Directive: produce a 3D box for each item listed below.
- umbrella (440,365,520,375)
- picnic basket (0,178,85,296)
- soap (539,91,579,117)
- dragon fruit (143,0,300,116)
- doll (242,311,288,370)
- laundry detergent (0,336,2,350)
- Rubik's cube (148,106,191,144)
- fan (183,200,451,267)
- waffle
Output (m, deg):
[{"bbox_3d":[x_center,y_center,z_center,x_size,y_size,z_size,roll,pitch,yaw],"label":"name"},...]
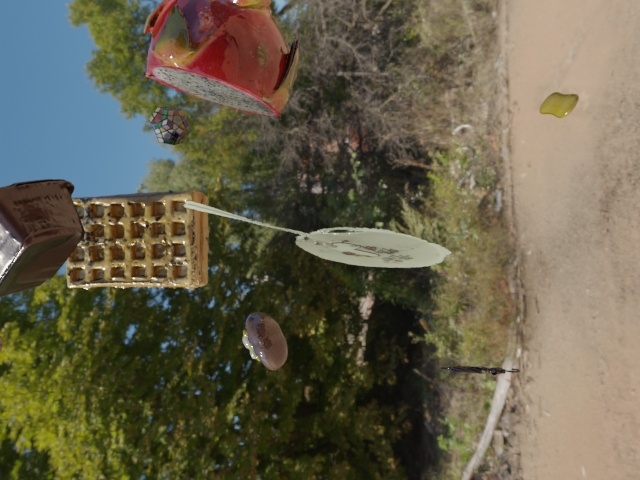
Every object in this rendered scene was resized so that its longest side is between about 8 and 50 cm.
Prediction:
[{"bbox_3d":[0.254,0.205,0.788,0.022,0.122,0.013,-3,-88,-81],"label":"umbrella"},{"bbox_3d":[-0.647,0.006,1.077,0.129,0.297,0.223,54,-151,8],"label":"picnic basket"},{"bbox_3d":[0.301,-0.172,0.629,0.034,0.012,0.089,-57,8,19],"label":"soap"},{"bbox_3d":[-0.179,-0.387,0.959,0.305,0.306,0.225,-5,-68,-87],"label":"dragon fruit"},{"bbox_3d":[-0.129,0.253,1.198,0.188,0.096,0.145,76,169,-53],"label":"doll"},{"bbox_3d":[-0.487,0.091,0.623,0.237,0.076,0.171,77,-168,-79],"label":"laundry detergent"},{"bbox_3d":[-0.399,-0.306,1.321,0.111,0.111,0.093,90,180,-45],"label":"Rubik's cube"},{"bbox_3d":[0.000,0.001,0.748,0.233,0.415,0.012,153,127,-62],"label":"fan"},{"bbox_3d":[-0.486,0.005,1.320,0.114,0.377,0.260,-1,-92,-81],"label":"waffle"}]
